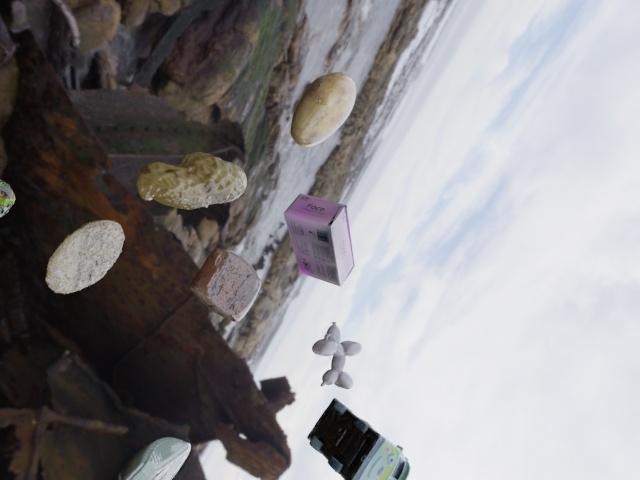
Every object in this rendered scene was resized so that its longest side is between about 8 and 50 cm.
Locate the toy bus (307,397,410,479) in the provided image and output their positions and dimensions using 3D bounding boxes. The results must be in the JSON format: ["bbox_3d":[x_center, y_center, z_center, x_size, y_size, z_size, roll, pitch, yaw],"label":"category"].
[{"bbox_3d":[0.094,0.502,1.178,0.134,0.164,0.276,-53,-164,-12],"label":"toy bus"}]

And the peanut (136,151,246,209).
[{"bbox_3d":[-0.282,-0.128,1.068,0.233,0.196,0.110,-20,120,-30],"label":"peanut"}]

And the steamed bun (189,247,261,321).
[{"bbox_3d":[-0.221,0.109,1.196,0.145,0.106,0.175,-55,135,-15],"label":"steamed bun"}]

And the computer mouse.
[{"bbox_3d":[-0.254,0.335,0.712,0.089,0.056,0.182,-61,170,-4],"label":"computer mouse"}]

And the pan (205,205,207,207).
[{"bbox_3d":[-0.426,-0.140,1.713,0.235,0.136,0.028,6,-100,46],"label":"pan"}]

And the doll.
[{"bbox_3d":[0.039,0.291,1.244,0.160,0.059,0.161,28,73,-48],"label":"doll"}]

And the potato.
[{"bbox_3d":[0.001,-0.319,1.197,0.235,0.128,0.161,-55,180,-14],"label":"potato"}]

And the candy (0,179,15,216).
[{"bbox_3d":[-0.776,-0.003,1.070,0.306,0.083,0.091,-55,162,2],"label":"candy"}]

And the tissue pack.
[{"bbox_3d":[0.000,0.000,1.353,0.092,0.148,0.246,-55,150,-34],"label":"tissue pack"}]

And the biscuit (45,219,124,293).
[{"bbox_3d":[-0.558,0.039,1.177,0.220,0.033,0.220,-52,167,-17],"label":"biscuit"}]
